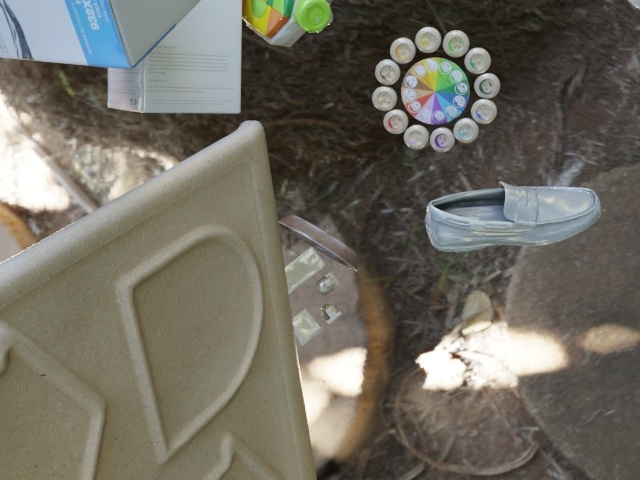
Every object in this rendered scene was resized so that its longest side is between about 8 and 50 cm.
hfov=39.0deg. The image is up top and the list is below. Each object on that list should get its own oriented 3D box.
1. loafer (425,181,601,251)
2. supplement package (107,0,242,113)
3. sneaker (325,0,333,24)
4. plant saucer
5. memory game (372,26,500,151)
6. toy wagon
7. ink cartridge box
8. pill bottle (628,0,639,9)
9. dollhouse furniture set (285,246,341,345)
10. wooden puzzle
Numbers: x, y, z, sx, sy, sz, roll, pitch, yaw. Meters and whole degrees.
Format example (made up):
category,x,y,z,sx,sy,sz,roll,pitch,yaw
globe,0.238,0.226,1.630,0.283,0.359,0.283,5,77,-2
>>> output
category,x,y,z,sx,sy,sz,roll,pitch,yaw
loafer,0.352,-0.052,1.655,0.320,0.111,0.112,-10,47,4
supplement package,-0.244,-0.361,1.500,0.175,0.178,0.292,18,109,57
sneaker,-0.014,-0.410,1.612,0.058,0.135,0.052,-41,80,-7
plant saucer,0.000,0.000,1.614,0.168,0.168,0.029,30,85,30
memory game,0.165,-0.215,1.302,0.186,0.012,0.186,5,115,10
toy wagon,-0.048,-0.496,1.451,0.267,0.068,0.344,47,130,49
ink cartridge box,-0.351,-0.359,1.264,0.308,0.223,0.129,9,136,23
pill bottle,0.478,-0.357,1.161,0.162,0.278,0.162,-3,85,43
dollhouse furniture set,-0.030,0.120,1.925,0.144,0.123,0.151,-38,88,-5
wooden puzzle,-0.113,0.135,0.491,0.081,0.348,0.322,6,118,26
